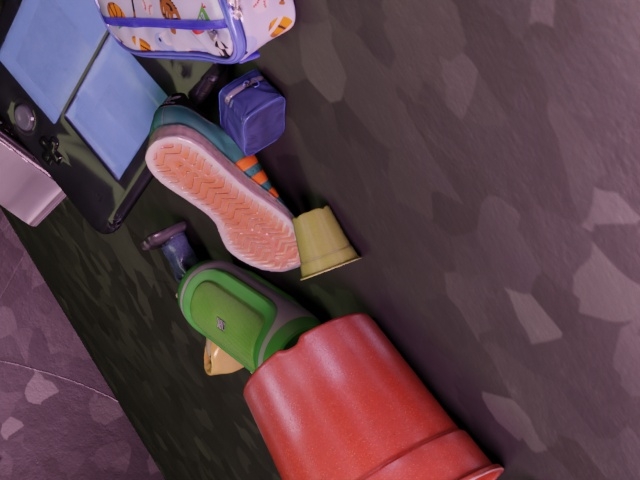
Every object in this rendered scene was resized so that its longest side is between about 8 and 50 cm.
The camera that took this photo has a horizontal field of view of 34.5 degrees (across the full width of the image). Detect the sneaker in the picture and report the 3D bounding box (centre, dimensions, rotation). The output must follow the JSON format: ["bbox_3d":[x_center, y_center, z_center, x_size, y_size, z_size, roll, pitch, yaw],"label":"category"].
[{"bbox_3d":[-0.111,-0.079,1.369,0.302,0.108,0.121,47,-149,-39],"label":"sneaker"}]

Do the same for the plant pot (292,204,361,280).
[{"bbox_3d":[0.000,0.000,1.309,0.083,0.083,0.079,-26,84,67],"label":"plant pot"}]

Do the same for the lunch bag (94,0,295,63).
[{"bbox_3d":[-0.164,-0.311,1.153,0.303,0.115,0.243,18,135,49],"label":"lunch bag"}]

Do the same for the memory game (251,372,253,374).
[{"bbox_3d":[-0.095,0.237,1.873,0.186,0.012,0.186,44,154,29],"label":"memory game"}]

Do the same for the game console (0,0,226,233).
[{"bbox_3d":[-0.323,-0.242,1.449,0.342,0.060,0.386,52,129,13],"label":"game console"}]

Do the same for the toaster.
[{"bbox_3d":[-0.471,-0.130,1.664,0.185,0.110,0.168,38,-161,-23],"label":"toaster"}]

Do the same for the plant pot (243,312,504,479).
[{"bbox_3d":[0.049,0.255,1.327,0.265,0.272,0.272,57,159,21],"label":"plant pot"}]

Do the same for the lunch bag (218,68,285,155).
[{"bbox_3d":[-0.088,-0.163,1.273,0.065,0.067,0.098,47,156,22],"label":"lunch bag"}]

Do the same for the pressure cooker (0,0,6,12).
[{"bbox_3d":[-0.685,-0.438,1.741,0.369,0.375,0.420,-2,124,24],"label":"pressure cooker"}]

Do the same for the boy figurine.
[{"bbox_3d":[-0.221,0.108,1.849,0.285,0.092,0.177,65,157,-3],"label":"boy figurine"}]

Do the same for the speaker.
[{"bbox_3d":[-0.107,0.128,1.614,0.296,0.131,0.131,28,144,49],"label":"speaker"}]
